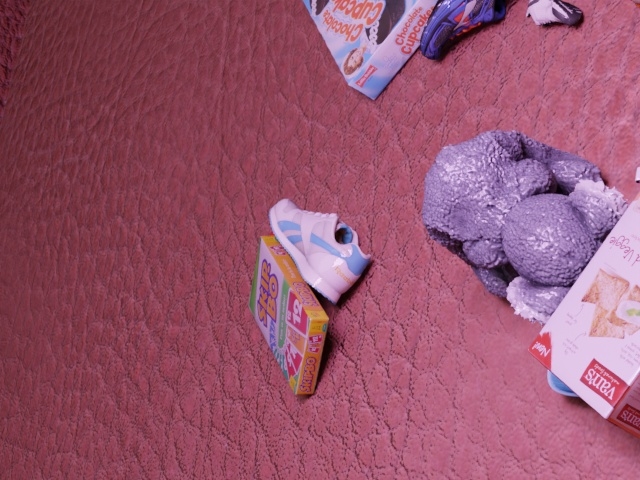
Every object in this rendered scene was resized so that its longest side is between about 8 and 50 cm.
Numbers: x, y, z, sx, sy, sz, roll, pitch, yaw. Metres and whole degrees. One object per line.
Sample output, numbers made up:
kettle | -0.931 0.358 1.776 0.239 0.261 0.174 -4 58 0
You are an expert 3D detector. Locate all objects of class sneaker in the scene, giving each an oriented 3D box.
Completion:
sneaker | 0.000 0.000 1.992 0.092 0.087 0.228 -45 39 6
sneaker | 0.210 -0.324 1.936 0.221 0.087 0.083 -52 6 46
sneaker | 0.306 -0.297 1.825 0.043 0.040 0.109 -70 25 18

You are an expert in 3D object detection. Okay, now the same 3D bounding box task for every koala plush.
koala plush | 0.237 -0.011 1.551 0.196 0.203 0.221 -56 37 10

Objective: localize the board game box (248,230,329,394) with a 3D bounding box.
board game box | -0.052 0.097 1.982 0.259 0.039 0.124 -120 36 -57

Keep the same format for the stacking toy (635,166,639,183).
stacking toy | 0.441 -0.150 1.498 0.221 0.052 0.167 -16 54 48

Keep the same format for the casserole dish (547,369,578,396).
casserole dish | 0.319 0.120 1.478 0.188 0.037 0.114 -3 64 53

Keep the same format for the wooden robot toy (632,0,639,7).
wooden robot toy | 0.407 -0.315 1.686 0.173 0.076 0.079 -110 20 -50

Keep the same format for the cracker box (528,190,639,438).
cracker box | 0.331 0.064 1.406 0.232 0.067 0.156 -57 31 6

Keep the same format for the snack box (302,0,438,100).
snack box | 0.079 -0.376 2.180 0.187 0.060 0.322 -50 34 19
